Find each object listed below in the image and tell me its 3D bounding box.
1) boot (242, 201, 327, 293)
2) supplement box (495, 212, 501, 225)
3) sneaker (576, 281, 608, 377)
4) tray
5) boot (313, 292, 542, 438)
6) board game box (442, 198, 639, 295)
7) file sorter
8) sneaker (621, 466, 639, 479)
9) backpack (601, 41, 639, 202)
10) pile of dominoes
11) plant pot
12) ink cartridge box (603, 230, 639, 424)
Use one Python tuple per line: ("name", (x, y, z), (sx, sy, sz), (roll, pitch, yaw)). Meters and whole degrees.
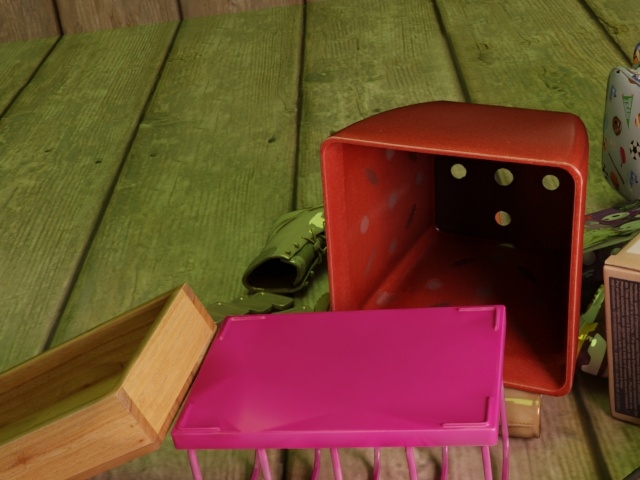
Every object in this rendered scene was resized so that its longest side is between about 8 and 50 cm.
("boot", (0.000, 0.000, 1.631), (0.213, 0.077, 0.165), (-18, 20, 27))
("supplement box", (0.151, -0.006, 1.631), (0.233, 0.080, 0.078), (-30, 30, -33))
("sneaker", (0.348, 0.109, 1.360), (0.084, 0.069, 0.185), (26, 36, 21))
("tray", (-0.309, 0.197, 1.179), (0.411, 0.076, 0.203), (-26, 19, 23))
("boot", (0.120, 0.144, 1.332), (0.270, 0.089, 0.236), (-1, 34, 12))
("board game box", (0.298, 0.021, 1.480), (0.347, 0.056, 0.208), (-16, 6, -7))
("file sorter", (0.037, 0.196, 1.125), (0.291, 0.182, 0.202), (-3, 27, 13))
("sneaker", (0.341, 0.217, 1.104), (0.281, 0.106, 0.162), (-10, 18, -27))
("backpack", (0.525, -0.144, 1.610), (0.213, 0.276, 0.263), (-19, 34, -15))
("pile of dominoes", (-0.113, 0.135, 1.493), (0.251, 0.040, 0.196), (-13, 24, -29))
("plant pot", (0.174, -0.024, 1.270), (0.267, 0.267, 0.236), (9, 31, 22))
("ink cartridge box", (0.403, 0.068, 1.266), (0.088, 0.193, 0.235), (13, 34, 38))
